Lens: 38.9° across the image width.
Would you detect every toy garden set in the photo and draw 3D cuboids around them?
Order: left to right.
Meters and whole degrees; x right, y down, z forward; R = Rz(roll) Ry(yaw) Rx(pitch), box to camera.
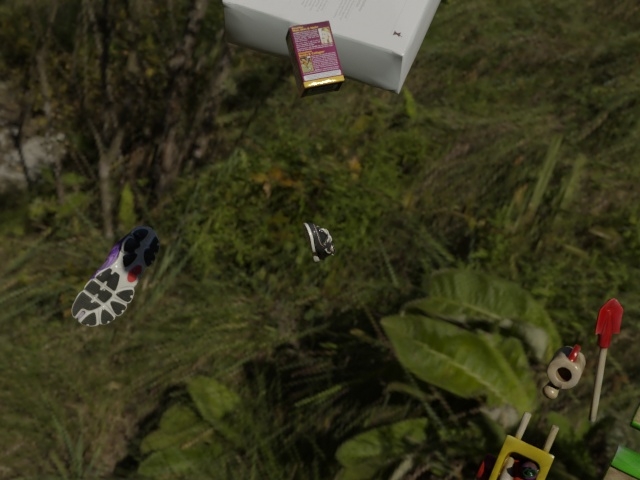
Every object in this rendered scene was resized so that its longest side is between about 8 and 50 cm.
[{"bbox_3d":[0.251,0.169,0.739,0.204,0.244,0.049,24,24,18],"label":"toy garden set"}]

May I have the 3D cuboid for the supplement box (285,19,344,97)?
[{"bbox_3d":[-0.008,-0.230,1.152,0.055,0.083,0.043,-12,-7,-12],"label":"supplement box"}]

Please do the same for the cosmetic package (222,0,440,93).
[{"bbox_3d":[0.053,-0.428,1.422,0.284,0.377,0.097,18,-31,12],"label":"cosmetic package"}]

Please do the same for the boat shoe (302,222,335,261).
[{"bbox_3d":[0.000,0.000,1.336,0.038,0.046,0.125,-18,-21,0],"label":"boat shoe"}]

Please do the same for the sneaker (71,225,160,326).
[{"bbox_3d":[-0.298,0.053,1.324,0.068,0.170,0.071,44,-18,-22],"label":"sneaker"}]
